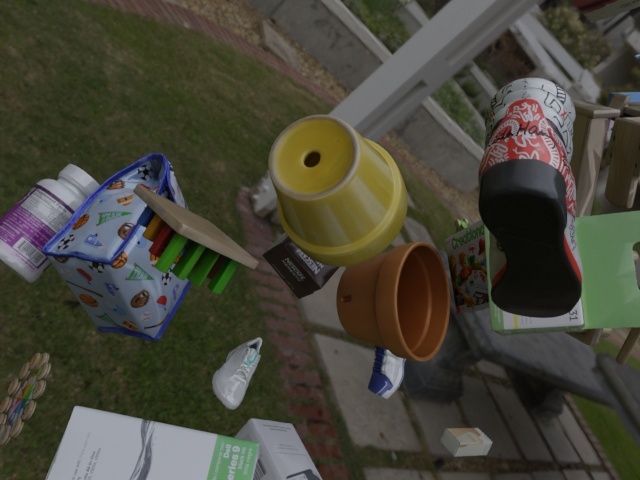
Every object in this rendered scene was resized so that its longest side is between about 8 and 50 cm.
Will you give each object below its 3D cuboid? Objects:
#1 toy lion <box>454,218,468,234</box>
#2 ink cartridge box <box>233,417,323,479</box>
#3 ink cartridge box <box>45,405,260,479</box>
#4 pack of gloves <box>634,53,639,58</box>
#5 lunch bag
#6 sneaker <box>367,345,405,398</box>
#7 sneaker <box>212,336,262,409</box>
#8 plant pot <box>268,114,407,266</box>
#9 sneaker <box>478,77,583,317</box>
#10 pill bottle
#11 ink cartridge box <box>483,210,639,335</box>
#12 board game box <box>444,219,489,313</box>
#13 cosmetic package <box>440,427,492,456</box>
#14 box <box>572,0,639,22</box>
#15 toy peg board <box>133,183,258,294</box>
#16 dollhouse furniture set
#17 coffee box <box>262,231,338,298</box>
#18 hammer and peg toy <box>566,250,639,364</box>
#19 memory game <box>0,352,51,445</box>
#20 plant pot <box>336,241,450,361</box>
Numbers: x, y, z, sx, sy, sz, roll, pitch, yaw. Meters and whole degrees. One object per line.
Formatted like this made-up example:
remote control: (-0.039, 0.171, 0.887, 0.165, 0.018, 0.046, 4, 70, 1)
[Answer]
toy lion: (0.408, 0.001, 1.629, 0.034, 0.096, 0.100, -8, 34, -16)
ink cartridge box: (-0.117, 0.676, 1.378, 0.166, 0.285, 0.395, 26, 19, -45)
ink cartridge box: (-0.256, 0.368, 0.931, 0.289, 0.211, 0.122, 14, 62, -5)
pack of gloves: (0.954, -0.497, 1.504, 0.232, 0.046, 0.195, -15, 23, -32)
lunch bag: (-0.455, 0.009, 1.507, 0.328, 0.238, 0.385, 81, 24, -45)
sneaker: (0.225, 0.370, 2.029, 0.182, 0.316, 0.127, 36, -13, -24)
sneaker: (-0.175, 0.283, 1.294, 0.080, 0.094, 0.212, 44, 18, -14)
plant pot: (0.019, -0.104, 1.077, 0.254, 0.254, 0.239, 63, 6, 25)
sneaker: (0.211, -0.033, 0.574, 0.270, 0.090, 0.145, 55, 43, -52)
pill bottle: (-0.714, -0.052, 1.518, 0.169, 0.169, 0.301, 43, 66, -17)
ink cartridge box: (0.355, 0.039, 0.807, 0.056, 0.235, 0.171, 31, 56, -57)
board game box: (0.379, 0.056, 1.328, 0.305, 0.053, 0.193, 130, -46, -73)
cosmetic package: (0.357, 0.494, 1.425, 0.115, 0.041, 0.060, 11, 17, -33)
box: (0.503, -0.525, 1.036, 0.232, 0.148, 0.127, 25, 72, -33)
toy peg board: (-0.209, 0.005, 0.898, 0.160, 0.079, 0.161, 34, 1, 42)
dollhouse furniture set: (0.558, -0.125, 0.961, 0.286, 0.303, 0.198, -115, -158, -65)
coffee box: (0.000, 0.000, 1.367, 0.141, 0.098, 0.246, 49, 52, -10)
hammer and peg toy: (0.633, 0.114, 1.377, 0.127, 0.266, 0.361, 11, 11, -20)
memory game: (-0.577, 0.301, 1.119, 0.012, 0.186, 0.186, 35, 28, -34)
plant pot: (0.177, 0.151, 1.480, 0.291, 0.203, 0.291, 4, 85, -53)
